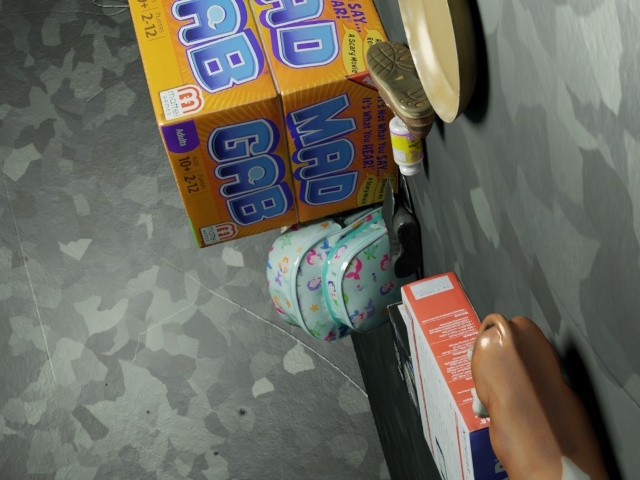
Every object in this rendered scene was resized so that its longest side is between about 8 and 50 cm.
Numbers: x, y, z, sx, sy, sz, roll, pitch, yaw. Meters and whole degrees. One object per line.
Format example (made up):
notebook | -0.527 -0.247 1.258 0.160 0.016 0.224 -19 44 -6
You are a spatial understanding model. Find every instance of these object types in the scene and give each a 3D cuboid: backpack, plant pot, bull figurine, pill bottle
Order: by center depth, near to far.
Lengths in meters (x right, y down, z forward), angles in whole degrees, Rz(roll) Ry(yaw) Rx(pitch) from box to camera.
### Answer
bull figurine | 0.226 0.220 1.100 0.188 0.101 0.310 93 161 -82
plant pot | 0.127 -0.247 1.209 0.236 0.032 0.236 165 90 -85
pill bottle | 0.123 -0.134 1.560 0.043 0.043 0.083 -110 6 -51
backpack | 0.040 0.056 1.930 0.191 0.253 0.225 32 140 53

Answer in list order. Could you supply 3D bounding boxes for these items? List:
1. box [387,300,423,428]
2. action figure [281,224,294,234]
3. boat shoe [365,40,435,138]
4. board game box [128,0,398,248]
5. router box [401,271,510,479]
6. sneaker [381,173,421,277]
box | 0.177 0.205 1.818 0.180 0.077 0.147 -111 7 -52
action figure | 0.000 0.000 2.182 0.285 0.185 0.099 39 146 14
boat shoe | 0.104 -0.200 1.452 0.178 0.064 0.060 -113 11 -45
board game box | -0.093 -0.263 1.804 0.356 0.356 0.356 82 172 -60
router box | 0.212 0.268 1.562 0.301 0.082 0.335 -111 7 -52
sneaker | 0.132 -0.022 1.822 0.170 0.051 0.089 87 168 -48
